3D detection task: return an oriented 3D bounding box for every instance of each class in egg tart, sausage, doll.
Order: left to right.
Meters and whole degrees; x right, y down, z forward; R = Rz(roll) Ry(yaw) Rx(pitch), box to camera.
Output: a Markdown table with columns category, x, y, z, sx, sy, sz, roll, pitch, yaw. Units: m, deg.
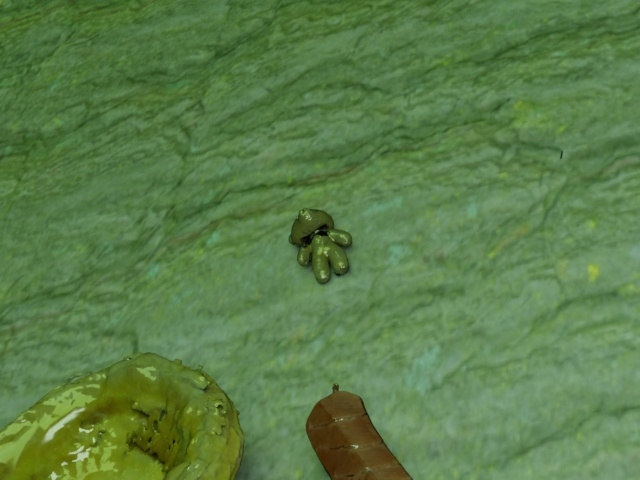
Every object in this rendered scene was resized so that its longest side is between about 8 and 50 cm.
| category | x | y | z | sx | sy | sz | roll | pitch | yaw |
| --- | --- | --- | --- | --- | --- | --- | --- | --- | --- |
| egg tart | -0.187 | 0.225 | 1.284 | 0.288 | 0.118 | 0.288 | -14 | 36 | 11 |
| doll | 0.002 | 0.006 | 1.546 | 0.061 | 0.051 | 0.093 | -25 | 63 | -3 |
| sausage | 0.032 | 0.184 | 1.256 | 0.065 | 0.065 | 0.169 | -29 | 34 | -7 |
